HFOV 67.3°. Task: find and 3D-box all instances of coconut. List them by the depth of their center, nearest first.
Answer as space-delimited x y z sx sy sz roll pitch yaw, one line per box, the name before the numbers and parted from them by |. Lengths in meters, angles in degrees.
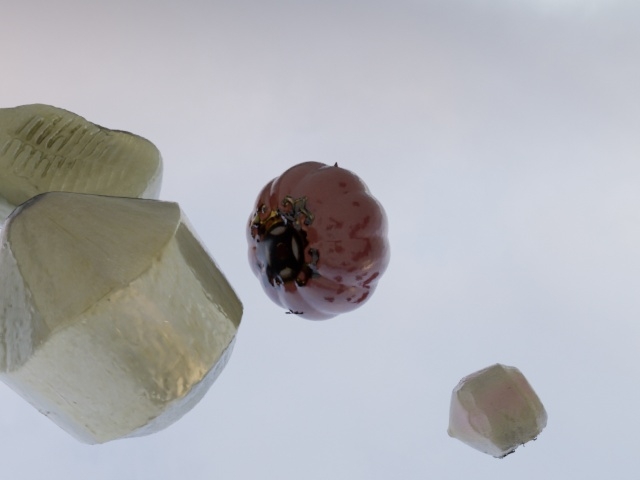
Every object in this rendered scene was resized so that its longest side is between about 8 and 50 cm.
coconut | -0.187 0.056 0.429 0.202 0.221 0.202 -23 -155 12
coconut | 0.222 0.225 0.625 0.125 0.110 0.110 -30 -131 5

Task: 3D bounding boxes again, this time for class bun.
bun | -0.310 -0.068 0.588 0.230 0.145 0.229 20 -139 -18

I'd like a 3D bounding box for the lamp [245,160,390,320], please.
lamp | 0.000 0.000 0.553 0.182 0.182 0.140 43 -152 28
